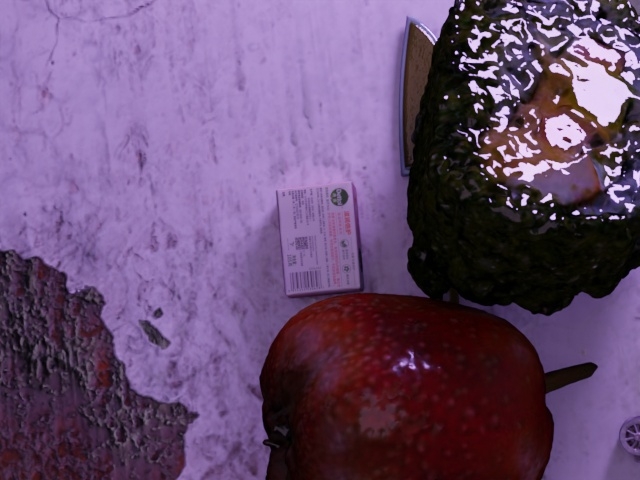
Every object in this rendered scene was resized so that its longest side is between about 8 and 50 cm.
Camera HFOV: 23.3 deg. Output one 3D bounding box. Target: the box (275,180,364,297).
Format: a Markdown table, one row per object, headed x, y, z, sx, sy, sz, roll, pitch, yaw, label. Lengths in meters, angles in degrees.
| x | y | z | sx | sy | sz | roll | pitch | yaw | label |
| --- | --- | --- | --- | --- | --- | --- | --- | --- | --- |
| 0.000 | 0.000 | 1.746 | 0.089 | 0.043 | 0.125 | -5 | 84 | 8 | box |

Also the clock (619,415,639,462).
| x | y | z | sx | sy | sz | roll | pitch | yaw | label |
| --- | --- | --- | --- | --- | --- | --- | --- | --- | --- |
| 0.388 | 0.218 | 1.668 | 0.129 | 0.041 | 0.087 | -8 | 89 | 16 | clock |

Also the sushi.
| x | y | z | sx | sy | sz | roll | pitch | yaw | label |
| --- | --- | --- | --- | --- | --- | --- | --- | --- | --- |
| 0.244 | -0.098 | 1.594 | 0.294 | 0.178 | 0.351 | 12 | 55 | 0 | sushi |

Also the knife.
| x | y | z | sx | sy | sz | roll | pitch | yaw | label |
| --- | --- | --- | --- | --- | --- | --- | --- | --- | --- |
| 0.119 | -0.088 | 1.746 | 0.061 | 0.027 | 0.343 | -4 | 84 | 12 | knife |

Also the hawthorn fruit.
| x | y | z | sx | sy | sz | roll | pitch | yaw | label |
| --- | --- | --- | --- | --- | --- | --- | --- | --- | --- |
| 0.115 | 0.176 | 1.608 | 0.369 | 0.285 | 0.284 | -16 | 82 | -6 | hawthorn fruit |
